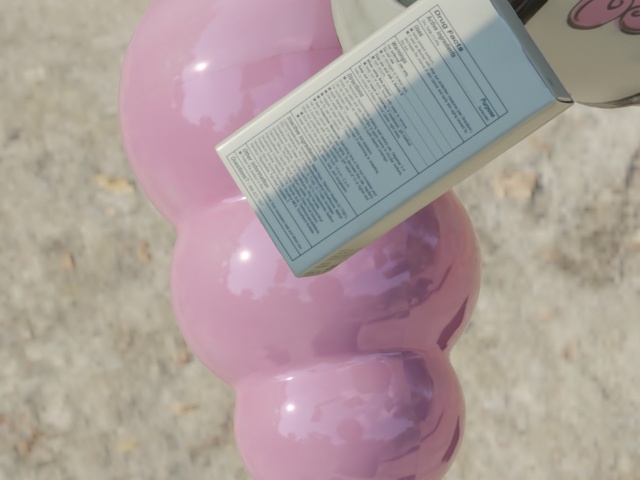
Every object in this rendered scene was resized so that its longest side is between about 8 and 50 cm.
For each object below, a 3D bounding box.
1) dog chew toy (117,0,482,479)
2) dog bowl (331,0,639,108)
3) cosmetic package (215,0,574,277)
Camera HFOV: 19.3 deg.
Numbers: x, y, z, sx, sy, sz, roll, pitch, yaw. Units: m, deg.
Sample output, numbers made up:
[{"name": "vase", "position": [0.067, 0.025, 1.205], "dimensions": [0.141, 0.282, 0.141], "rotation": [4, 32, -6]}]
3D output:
[{"name": "dog chew toy", "position": [0.000, 0.000, 1.066], "dimensions": [0.206, 0.206, 0.332], "rotation": [-9, 79, -2]}, {"name": "dog bowl", "position": [0.154, -0.239, 0.840], "dimensions": [0.150, 0.408, 0.408], "rotation": [17, 38, -17]}, {"name": "cosmetic package", "position": [0.027, -0.041, 0.677], "dimensions": [0.115, 0.041, 0.060], "rotation": [-33, 83, 16]}]
